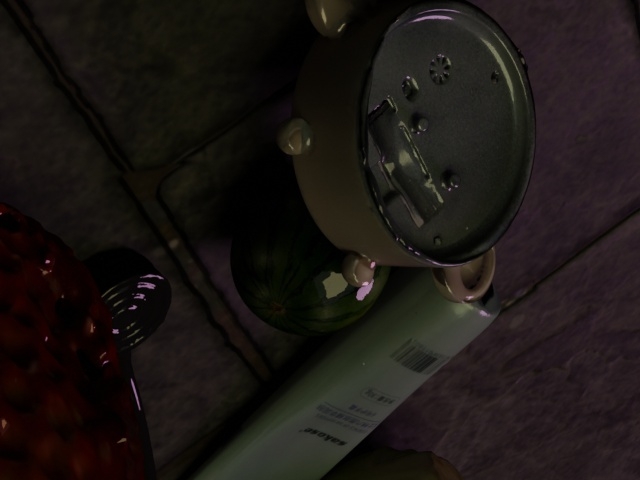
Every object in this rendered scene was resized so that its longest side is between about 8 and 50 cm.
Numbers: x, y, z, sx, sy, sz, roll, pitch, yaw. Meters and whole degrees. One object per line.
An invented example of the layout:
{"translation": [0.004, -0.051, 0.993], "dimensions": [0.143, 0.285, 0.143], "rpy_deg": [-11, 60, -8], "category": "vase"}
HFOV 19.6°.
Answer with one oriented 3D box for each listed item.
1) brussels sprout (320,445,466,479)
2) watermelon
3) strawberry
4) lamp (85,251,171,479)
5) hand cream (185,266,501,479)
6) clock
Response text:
{"translation": [0.040, 0.237, 1.342], "dimensions": [0.181, 0.144, 0.161], "rpy_deg": [-31, 120, 2], "category": "brussels sprout"}
{"translation": [-0.005, 0.004, 1.096], "dimensions": [0.109, 0.109, 0.109], "rpy_deg": [-23, 140, -20], "category": "watermelon"}
{"translation": [-0.176, 0.091, 0.918], "dimensions": [0.205, 0.244, 0.205], "rpy_deg": [-23, 139, -22], "category": "strawberry"}
{"translation": [-0.097, 0.172, 1.172], "dimensions": [0.130, 0.108, 0.371], "rpy_deg": [-16, 135, -30], "category": "lamp"}
{"translation": [-0.003, 0.125, 1.262], "dimensions": [0.320, 0.067, 0.109], "rpy_deg": [-47, 142, 18], "category": "hand cream"}
{"translation": [0.055, -0.059, 1.038], "dimensions": [0.155, 0.063, 0.229], "rpy_deg": [-45, 119, -37], "category": "clock"}
